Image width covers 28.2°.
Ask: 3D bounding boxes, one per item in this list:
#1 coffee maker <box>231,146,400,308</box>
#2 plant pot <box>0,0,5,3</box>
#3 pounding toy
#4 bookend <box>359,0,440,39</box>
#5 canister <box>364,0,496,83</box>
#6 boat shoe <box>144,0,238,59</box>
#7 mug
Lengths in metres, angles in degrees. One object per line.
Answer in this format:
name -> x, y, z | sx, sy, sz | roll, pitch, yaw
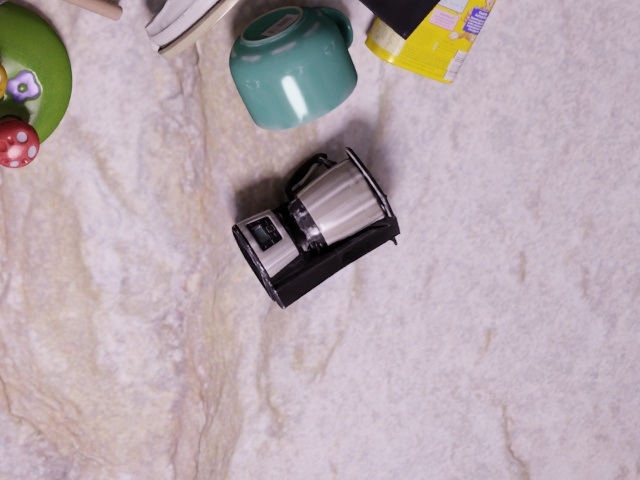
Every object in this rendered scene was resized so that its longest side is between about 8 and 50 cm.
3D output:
coffee maker -> 0.000, 0.000, 1.540 | 0.178, 0.120, 0.171 | -32, 128, -3
plant pot -> -0.345, -0.321, 1.150 | 0.188, 0.167, 0.187 | -30, 128, -4
pounding toy -> -0.319, -0.164, 1.295 | 0.183, 0.110, 0.237 | 27, 106, -35
bookend -> 0.030, -0.305, 1.322 | 0.072, 0.157, 0.156 | -49, 140, 9
canister -> 0.139, -0.276, 1.464 | 0.126, 0.073, 0.170 | 15, 113, -31
boat shoe -> -0.096, -0.305, 1.282 | 0.103, 0.113, 0.302 | 39, 127, -15
mug -> -0.034, -0.204, 1.406 | 0.130, 0.157, 0.097 | -18, 122, 14
